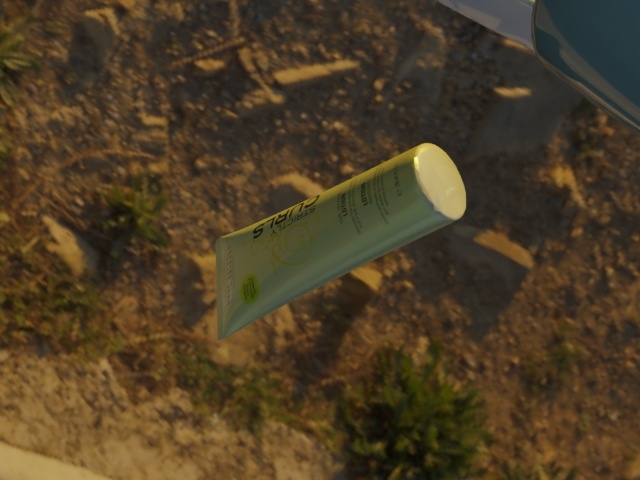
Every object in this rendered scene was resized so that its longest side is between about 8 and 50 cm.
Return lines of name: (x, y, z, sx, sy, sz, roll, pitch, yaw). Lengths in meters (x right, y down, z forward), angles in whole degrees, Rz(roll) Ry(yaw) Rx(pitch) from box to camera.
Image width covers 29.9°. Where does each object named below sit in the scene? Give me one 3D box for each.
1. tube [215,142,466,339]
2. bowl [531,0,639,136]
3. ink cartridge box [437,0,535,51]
tube: (0.000, 0.000, 0.924, 0.062, 0.240, 0.070, 56, 38, -11)
bowl: (0.278, -0.121, 0.589, 0.311, 0.163, 0.311, -25, 159, -10)
ink cartridge box: (0.048, -0.254, 0.727, 0.333, 0.065, 0.165, 23, 76, -27)
